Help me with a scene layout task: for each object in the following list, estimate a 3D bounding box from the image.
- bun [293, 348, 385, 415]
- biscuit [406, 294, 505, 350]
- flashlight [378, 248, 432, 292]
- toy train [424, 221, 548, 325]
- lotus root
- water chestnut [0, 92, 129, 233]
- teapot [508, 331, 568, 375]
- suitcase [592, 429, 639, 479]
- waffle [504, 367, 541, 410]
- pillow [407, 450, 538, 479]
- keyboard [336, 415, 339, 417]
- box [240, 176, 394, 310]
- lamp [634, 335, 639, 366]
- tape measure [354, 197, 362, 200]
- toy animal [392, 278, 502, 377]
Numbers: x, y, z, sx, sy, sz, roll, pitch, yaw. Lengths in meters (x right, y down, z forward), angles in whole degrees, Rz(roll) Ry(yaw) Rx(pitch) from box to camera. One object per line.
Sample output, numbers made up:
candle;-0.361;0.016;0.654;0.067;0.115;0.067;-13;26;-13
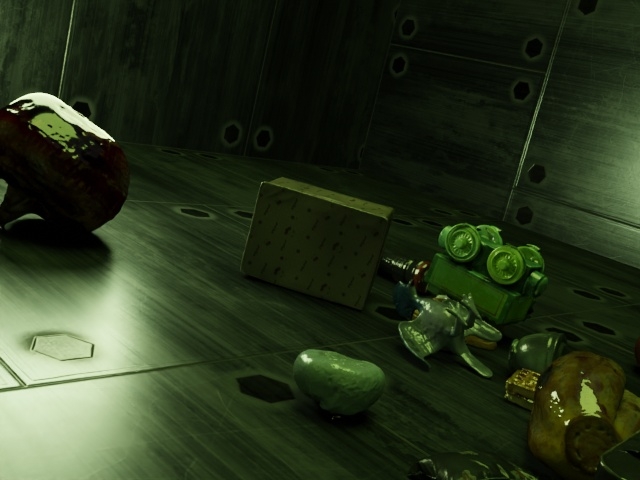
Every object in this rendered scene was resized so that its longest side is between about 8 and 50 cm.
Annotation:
bun;0.024;0.215;1.119;0.140;0.083;0.141;15;2;-1
biscuit;0.297;0.180;1.655;0.215;0.047;0.339;19;13;28
flashlight;0.207;0.071;1.977;0.093;0.093;0.232;2;11;-42
toy train;0.378;0.072;1.690;0.271;0.188;0.159;31;17;34
lotus root;0.402;0.260;1.106;0.193;0.193;0.291;18;13;21
water chestnut;-0.604;-0.144;1.646;0.350;0.302;0.350;34;-15;11
teapot;0.429;0.226;1.456;0.108;0.111;0.149;5;11;32
suitcase;0.474;0.324;0.847;0.283;0.194;0.433;24;16;38
waffle;0.410;0.281;1.328;0.148;0.043;0.102;19;15;25
pillow;0.199;0.305;0.976;0.150;0.048;0.090;4;18;-29
keyboard;0.126;0.328;0.848;0.103;0.041;0.381;1;24;-48
box;0.000;0.000;1.712;0.296;0.225;0.190;17;13;10
lamp;0.802;0.260;1.666;0.181;0.140;0.182;0;0;0
tape measure;0.074;-0.051;2.237;0.261;0.138;0.259;12;14;-9
toy animal;0.247;0.171;1.480;0.239;0.176;0.256;-14;71;-34
